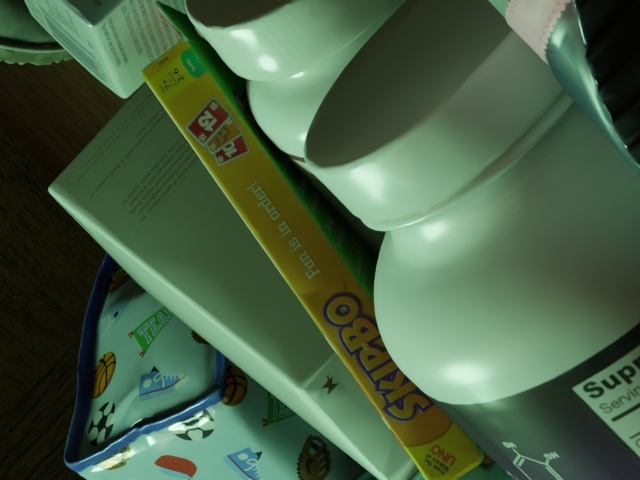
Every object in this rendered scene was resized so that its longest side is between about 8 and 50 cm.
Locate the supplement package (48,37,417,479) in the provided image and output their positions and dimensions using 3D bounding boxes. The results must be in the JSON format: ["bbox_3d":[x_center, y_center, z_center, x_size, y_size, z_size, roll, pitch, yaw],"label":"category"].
[{"bbox_3d":[-0.015,0.008,1.377,0.293,0.177,0.175,36,170,39],"label":"supplement package"}]

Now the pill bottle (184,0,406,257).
[{"bbox_3d":[0.042,-0.064,0.902,0.221,0.121,0.121,47,171,-35],"label":"pill bottle"}]

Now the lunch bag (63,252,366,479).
[{"bbox_3d":[-0.079,0.134,2.066,0.328,0.239,0.385,48,-153,-35],"label":"lunch bag"}]

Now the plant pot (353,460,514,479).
[{"bbox_3d":[0.165,0.316,1.756,0.341,0.341,0.334,41,165,7],"label":"plant pot"}]

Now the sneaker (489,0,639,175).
[{"bbox_3d":[0.076,-0.121,0.572,0.319,0.112,0.131,48,-173,-22],"label":"sneaker"}]

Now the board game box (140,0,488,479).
[{"bbox_3d":[0.000,0.000,0.935,0.259,0.039,0.124,57,-171,6],"label":"board game box"}]

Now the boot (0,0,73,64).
[{"bbox_3d":[-0.186,-0.205,1.159,0.190,0.208,0.076,2,-135,-34],"label":"boot"}]

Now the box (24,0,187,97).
[{"bbox_3d":[-0.080,-0.154,0.938,0.072,0.137,0.126,43,172,8],"label":"box"}]

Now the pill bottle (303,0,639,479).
[{"bbox_3d":[0.147,0.037,0.723,0.323,0.181,0.181,44,172,-18],"label":"pill bottle"}]
